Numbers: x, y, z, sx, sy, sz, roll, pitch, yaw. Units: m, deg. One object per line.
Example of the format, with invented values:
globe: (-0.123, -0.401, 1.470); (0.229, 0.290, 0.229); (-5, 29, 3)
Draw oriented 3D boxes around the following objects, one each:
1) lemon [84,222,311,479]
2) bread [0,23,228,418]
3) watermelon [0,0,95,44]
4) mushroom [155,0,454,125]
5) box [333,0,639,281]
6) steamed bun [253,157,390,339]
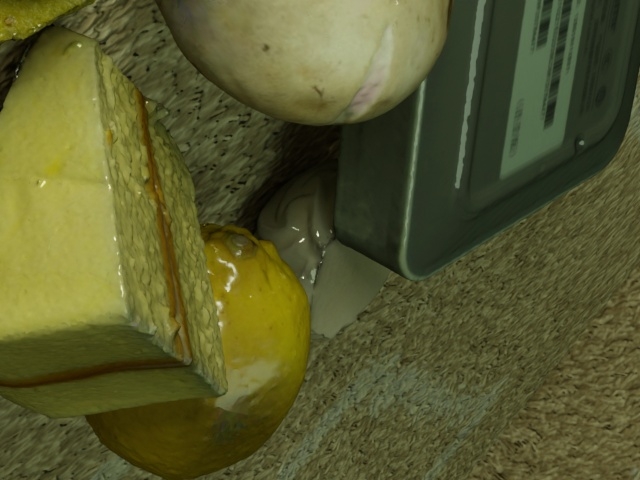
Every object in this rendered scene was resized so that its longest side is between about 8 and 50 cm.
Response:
lemon: (-0.110, 0.095, 1.565); (0.204, 0.204, 0.260); (-23, 147, -47)
bread: (-0.192, -0.008, 1.350); (0.198, 0.236, 0.263); (-8, 160, 12)
watermelon: (-0.205, -0.153, 1.146); (0.181, 0.092, 0.075); (-40, 171, -42)
mushroom: (-0.007, -0.197, 1.294); (0.184, 0.255, 0.255); (-23, 179, 41)
box: (0.180, -0.197, 1.659); (0.396, 0.111, 0.396); (-29, 136, -42)
steamed bun: (0.000, 0.000, 1.742); (0.183, 0.106, 0.183); (-38, 143, -36)
